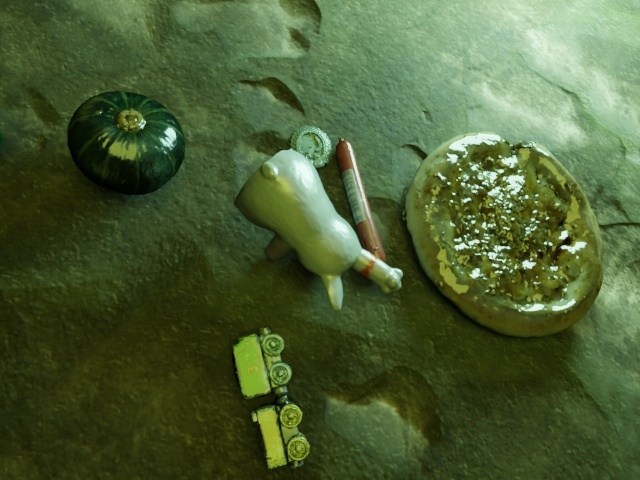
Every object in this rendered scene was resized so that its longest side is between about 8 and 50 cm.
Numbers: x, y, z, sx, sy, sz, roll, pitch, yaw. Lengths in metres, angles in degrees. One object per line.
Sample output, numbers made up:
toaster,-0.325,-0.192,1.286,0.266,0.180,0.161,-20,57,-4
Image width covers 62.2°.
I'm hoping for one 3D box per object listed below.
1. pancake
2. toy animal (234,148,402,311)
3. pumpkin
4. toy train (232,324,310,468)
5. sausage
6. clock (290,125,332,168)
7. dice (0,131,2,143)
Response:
pancake,0.324,-0.029,0.925,0.382,0.071,0.382,4,71,-12
toy animal,-0.009,-0.006,0.819,0.140,0.138,0.282,-42,107,-14
pumpkin,-0.288,-0.147,0.796,0.167,0.125,0.167,5,72,-14
toy train,-0.073,0.225,0.755,0.081,0.060,0.202,-13,75,-9
sausage,0.066,-0.066,0.899,0.034,0.034,0.253,-10,74,-16
clock,-0.016,-0.164,0.926,0.074,0.010,0.083,-1,71,-13
dice,-0.540,-0.182,0.750,0.120,0.128,0.131,-27,78,-21
